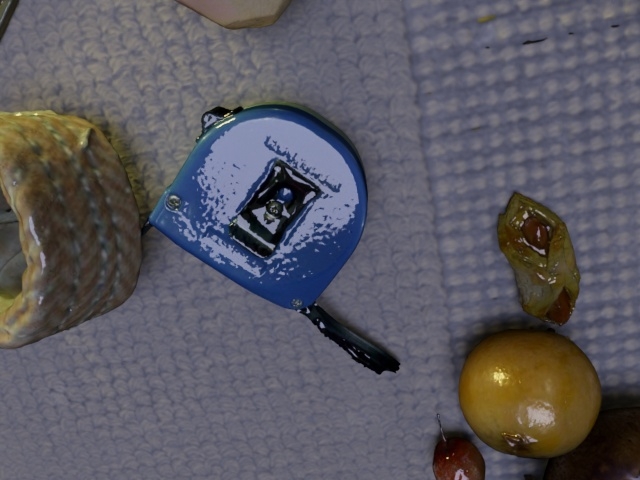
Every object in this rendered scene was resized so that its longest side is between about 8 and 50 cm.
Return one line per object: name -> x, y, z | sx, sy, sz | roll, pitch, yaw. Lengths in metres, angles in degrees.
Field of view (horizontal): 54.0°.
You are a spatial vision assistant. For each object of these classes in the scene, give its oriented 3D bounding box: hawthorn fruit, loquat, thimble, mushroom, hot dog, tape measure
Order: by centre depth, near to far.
thimble -> -0.298, -0.013, 0.648 | 0.196, 0.148, 0.229 | 16, 110, 23
tape measure -> 0.000, 0.000, 0.688 | 0.351, 0.098, 0.215 | 33, 108, -9
hot dog -> 0.248, 0.028, 0.694 | 0.078, 0.061, 0.169 | -23, 105, 9
loquat -> 0.230, 0.168, 0.697 | 0.163, 0.163, 0.137 | -32, 111, 13
mushroom -> 0.366, 0.333, 0.732 | 0.278, 0.163, 0.297 | -21, 107, 10
hawthorn fruit -> 0.162, 0.265, 0.777 | 0.066, 0.067, 0.103 | -31, 93, 13

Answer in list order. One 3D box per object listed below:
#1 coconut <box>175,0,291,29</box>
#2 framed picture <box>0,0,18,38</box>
coconut -> -0.082, -0.302, 0.542 | 0.236, 0.197, 0.237 | 0, 103, 1
framed picture -> -0.385, -0.323, 0.646 | 0.189, 0.023, 0.260 | 33, 107, -7
